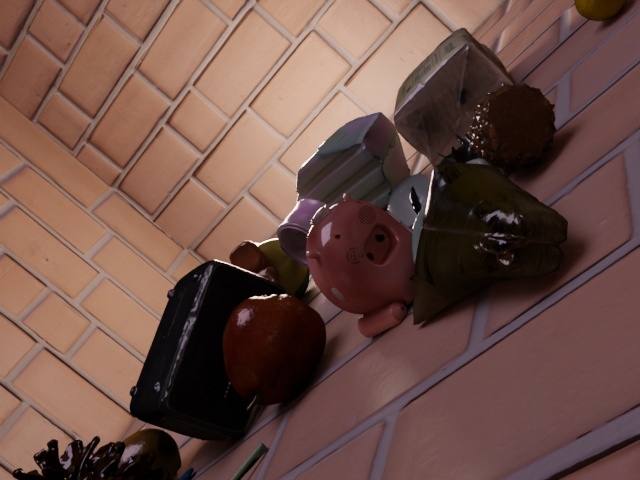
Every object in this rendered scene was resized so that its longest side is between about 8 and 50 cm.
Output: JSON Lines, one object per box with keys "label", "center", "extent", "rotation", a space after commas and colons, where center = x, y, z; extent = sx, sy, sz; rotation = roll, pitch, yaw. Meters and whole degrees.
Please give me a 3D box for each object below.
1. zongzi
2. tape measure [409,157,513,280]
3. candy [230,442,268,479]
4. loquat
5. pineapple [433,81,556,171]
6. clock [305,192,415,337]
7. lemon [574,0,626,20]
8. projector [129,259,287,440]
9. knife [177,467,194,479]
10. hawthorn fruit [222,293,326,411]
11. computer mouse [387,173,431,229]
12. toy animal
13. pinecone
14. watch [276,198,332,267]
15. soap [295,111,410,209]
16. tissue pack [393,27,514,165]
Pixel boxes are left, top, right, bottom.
{"label": "zongzi", "center": [0.226, 0.054, 1.101], "extent": [0.274, 0.145, 0.299], "rotation": [-117, 41, -66]}
{"label": "tape measure", "center": [0.253, -0.069, 1.388], "extent": [0.215, 0.098, 0.351], "rotation": [-46, 17, 25]}
{"label": "candy", "center": [-0.188, 0.486, 1.405], "extent": [0.262, 0.073, 0.077], "rotation": [-45, 24, -28]}
{"label": "loquat", "center": [-0.469, 0.594, 1.952], "extent": [0.227, 0.179, 0.179], "rotation": [-42, 10, 17]}
{"label": "pineapple", "center": [0.327, -0.178, 1.463], "extent": [0.165, 0.166, 0.364], "rotation": [-51, 0, -14]}
{"label": "clock", "center": [0.085, 0.023, 1.426], "extent": [0.142, 0.241, 0.227], "rotation": [-36, 14, 45]}
{"label": "lemon", "center": [0.612, -0.534, 1.631], "extent": [0.109, 0.109, 0.133], "rotation": [-49, 3, 1]}
{"label": "projector", "center": [-0.290, 0.280, 1.866], "extent": [0.405, 0.242, 0.394], "rotation": [-29, 39, 63]}
{"label": "knife", "center": [-0.404, 0.649, 1.861], "extent": [0.296, 0.026, 0.044], "rotation": [-46, -3, 22]}
{"label": "hawthorn fruit", "center": [-0.106, 0.243, 1.586], "extent": [0.224, 0.224, 0.260], "rotation": [-38, 37, 52]}
{"label": "computer mouse", "center": [0.224, -0.101, 1.825], "extent": [0.128, 0.079, 0.231], "rotation": [-51, 12, 2]}
{"label": "toy animal", "center": [-0.126, 0.092, 2.200], "extent": [0.191, 0.216, 0.338], "rotation": [-37, -14, 3]}
{"label": "pinecone", "center": [-0.491, 0.587, 1.557], "extent": [0.397, 0.398, 0.397], "rotation": [-48, 9, 10]}
{"label": "watch", "center": [0.000, 0.000, 2.020], "extent": [0.210, 0.217, 0.248], "rotation": [-54, 9, -27]}
{"label": "soap", "center": [0.095, -0.192, 2.243], "extent": [0.156, 0.261, 0.446], "rotation": [-51, 7, -31]}
{"label": "tissue pack", "center": [0.351, -0.398, 2.025], "extent": [0.297, 0.207, 0.380], "rotation": [-44, 10, 23]}
